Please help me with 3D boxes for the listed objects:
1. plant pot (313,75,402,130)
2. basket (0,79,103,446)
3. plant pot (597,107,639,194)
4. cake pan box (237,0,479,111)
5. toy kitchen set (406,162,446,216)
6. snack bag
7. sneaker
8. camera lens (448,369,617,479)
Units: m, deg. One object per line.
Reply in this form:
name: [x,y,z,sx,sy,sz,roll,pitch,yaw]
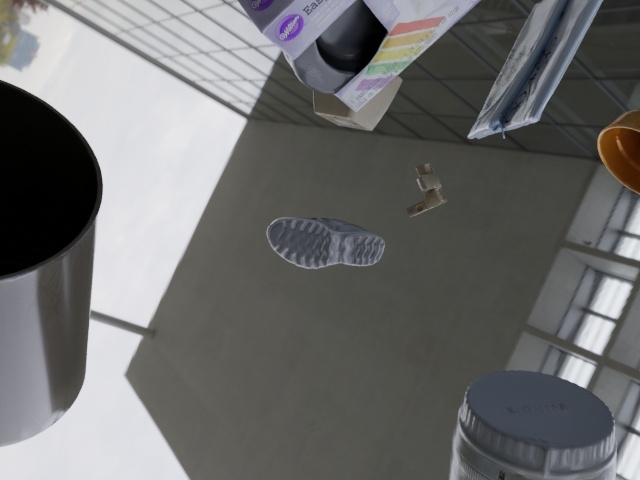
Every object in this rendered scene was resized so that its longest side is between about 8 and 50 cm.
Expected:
plant pot: [0.050,-0.235,1.020,0.109,0.109,0.096,17,-89,36]
basket: [-0.233,0.032,0.433,0.204,0.154,0.227,37,-42,22]
plant pot: [0.733,-0.222,1.341,0.188,0.205,0.205,-43,-148,-9]
cake pan box: [0.066,-0.286,0.723,0.267,0.246,0.070,-39,-116,14]
toy kitchen set: [0.187,-0.097,1.237,0.075,0.068,0.083,-26,-96,34]
snack bag: [0.392,-0.336,1.154,0.323,0.037,0.342,-62,-175,4]
sneaker: [0.000,0.000,1.410,0.115,0.281,0.105,40,-66,54]
camera lens: [0.296,0.356,0.915,0.219,0.219,0.274,30,-57,57]
